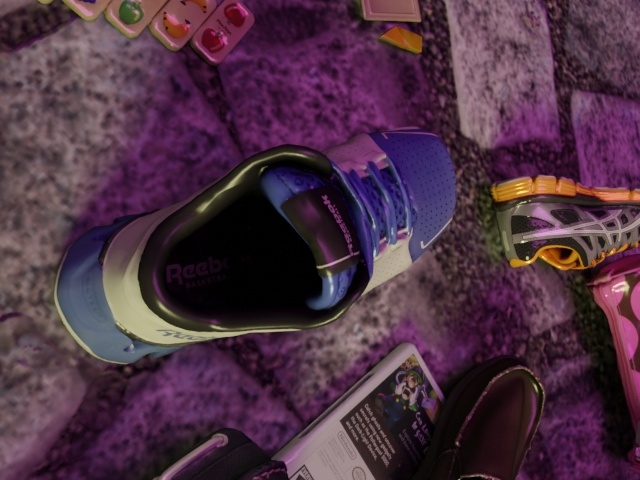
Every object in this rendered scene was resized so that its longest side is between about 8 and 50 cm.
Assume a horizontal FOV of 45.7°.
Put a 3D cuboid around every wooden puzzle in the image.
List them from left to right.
[{"bbox_3d":[0.058,-0.228,0.682,0.078,0.014,0.116,0,83,-36],"label":"wooden puzzle"}]

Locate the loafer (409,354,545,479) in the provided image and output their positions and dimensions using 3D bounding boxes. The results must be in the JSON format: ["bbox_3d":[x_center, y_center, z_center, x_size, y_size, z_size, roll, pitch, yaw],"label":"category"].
[{"bbox_3d":[0.126,0.186,0.596,0.080,0.078,0.220,45,63,-17],"label":"loafer"}]

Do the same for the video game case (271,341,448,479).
[{"bbox_3d":[0.060,0.209,0.613,0.173,0.022,0.190,-36,101,-30],"label":"video game case"}]

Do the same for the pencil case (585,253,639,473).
[{"bbox_3d":[0.322,0.119,0.749,0.098,0.095,0.209,-13,88,-20],"label":"pencil case"}]

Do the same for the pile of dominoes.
[{"bbox_3d":[-0.138,-0.249,0.548,0.251,0.040,0.196,16,75,-28],"label":"pile of dominoes"}]

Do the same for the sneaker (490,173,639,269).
[{"bbox_3d":[0.255,-0.010,0.734,0.214,0.084,0.083,5,81,-21],"label":"sneaker"}]

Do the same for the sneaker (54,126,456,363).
[{"bbox_3d":[-0.001,0.000,0.511,0.315,0.182,0.128,-21,95,-32],"label":"sneaker"}]

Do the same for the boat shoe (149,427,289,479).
[{"bbox_3d":[-0.139,0.230,0.450,0.302,0.091,0.114,-30,143,-32],"label":"boat shoe"}]
